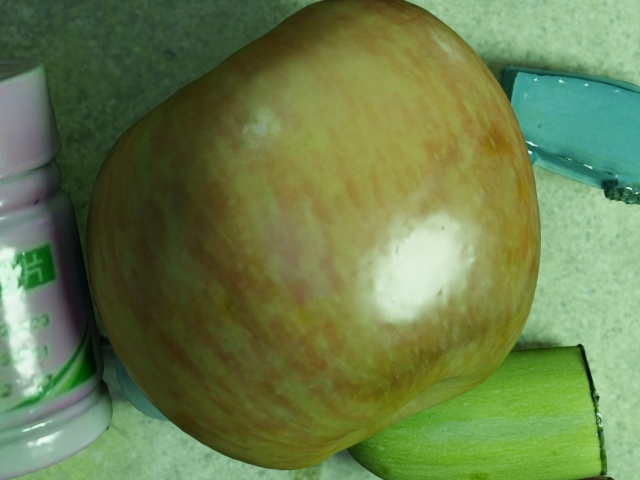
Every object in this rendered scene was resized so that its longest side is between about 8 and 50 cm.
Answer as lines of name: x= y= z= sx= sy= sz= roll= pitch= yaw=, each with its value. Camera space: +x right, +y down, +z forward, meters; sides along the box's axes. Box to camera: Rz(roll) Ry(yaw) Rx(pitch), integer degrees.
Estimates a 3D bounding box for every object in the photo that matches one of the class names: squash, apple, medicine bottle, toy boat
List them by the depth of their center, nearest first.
medicine bottle: x=-0.304 y=0.024 z=1.417 sx=0.212 sy=0.212 sz=0.325 roll=-7 pitch=105 yaw=3
apple: x=0.000 y=0.000 z=1.419 sx=0.391 sy=0.391 sz=0.346 roll=-29 pitch=86 yaw=6
toy boat: x=0.266 y=-0.091 z=1.552 sx=0.238 sy=0.098 sz=0.109 roll=15 pitch=84 yaw=-7
squash: x=0.139 y=0.174 z=1.579 sx=0.247 sy=0.132 sz=0.132 roll=-7 pitch=99 yaw=4

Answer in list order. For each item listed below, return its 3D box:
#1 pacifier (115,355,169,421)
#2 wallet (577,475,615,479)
pacifier: x=-0.127 y=0.104 z=1.580 sx=0.150 sy=0.116 sz=0.127 roll=-11 pitch=86 yaw=6
wallet: x=0.231 y=0.289 z=1.643 sx=0.255 sy=0.031 sz=0.137 roll=11 pitch=100 yaw=0
